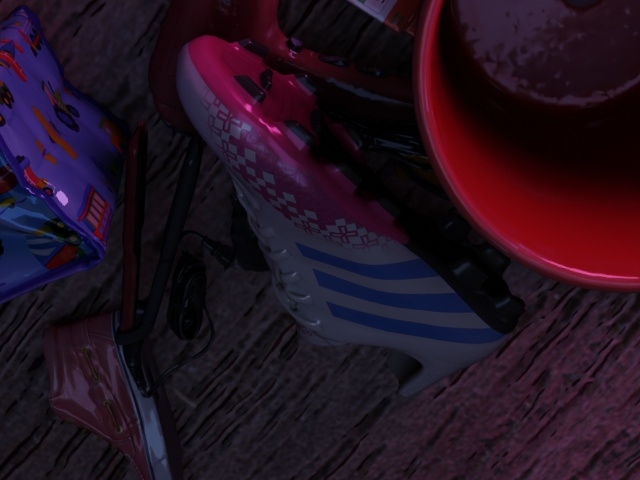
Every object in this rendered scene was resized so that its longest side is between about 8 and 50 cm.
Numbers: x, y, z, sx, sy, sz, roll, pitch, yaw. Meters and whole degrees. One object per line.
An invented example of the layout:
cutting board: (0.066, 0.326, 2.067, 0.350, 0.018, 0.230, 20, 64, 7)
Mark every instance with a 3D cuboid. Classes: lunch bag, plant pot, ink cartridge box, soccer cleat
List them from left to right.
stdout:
lunch bag: (-0.292, -0.003, 0.987, 0.293, 0.221, 0.138, -34, 112, 12)
soccer cleat: (0.000, 0.000, 0.986, 0.143, 0.116, 0.331, -40, 118, 20)
ink cartridge box: (0.056, -0.186, 1.016, 0.115, 0.029, 0.063, 31, 103, -12)
plant pot: (0.182, -0.139, 0.895, 0.275, 0.243, 0.275, 0, 112, -1)

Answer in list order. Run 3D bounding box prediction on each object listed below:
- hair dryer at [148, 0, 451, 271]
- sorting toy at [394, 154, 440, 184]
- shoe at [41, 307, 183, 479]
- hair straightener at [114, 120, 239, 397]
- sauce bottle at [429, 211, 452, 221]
hair dryer: (-0.012, -0.126, 1.020, 0.223, 0.080, 0.293, -20, 123, 10)
sorting toy: (0.220, -0.101, 1.069, 0.307, 0.041, 0.229, 9, 112, 0)
shoe: (-0.169, 0.142, 1.151, 0.081, 0.063, 0.178, -12, 110, 5)
hair straightener: (-0.105, 0.024, 1.043, 0.089, 0.047, 0.230, 8, 119, -2)
sauce bottle: (0.098, 0.040, 1.125, 0.042, 0.042, 0.128, -3, 113, -1)
